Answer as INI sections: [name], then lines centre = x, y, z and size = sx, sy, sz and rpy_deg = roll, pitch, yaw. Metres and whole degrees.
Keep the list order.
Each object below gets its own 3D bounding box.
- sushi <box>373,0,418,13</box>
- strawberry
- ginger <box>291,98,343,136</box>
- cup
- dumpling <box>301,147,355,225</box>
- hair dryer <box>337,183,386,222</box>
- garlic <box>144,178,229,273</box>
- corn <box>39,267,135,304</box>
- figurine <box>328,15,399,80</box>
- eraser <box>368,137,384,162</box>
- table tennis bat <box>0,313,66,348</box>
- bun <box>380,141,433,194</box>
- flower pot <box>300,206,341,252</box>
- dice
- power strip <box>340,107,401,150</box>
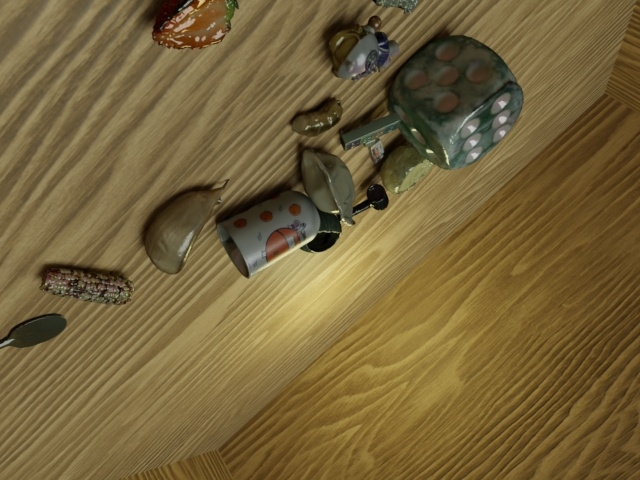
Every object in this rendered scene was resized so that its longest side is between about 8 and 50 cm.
[sushi]
centre = 0.180, -0.671, 1.095
size = 0.225, 0.126, 0.136
rpy_deg = -14, 143, -44
[strawberry]
centre = -0.253, -0.467, 0.882
size = 0.192, 0.085, 0.140
rpy_deg = -42, 162, 15
[ginger]
centre = -0.006, -0.378, 1.364
size = 0.190, 0.069, 0.095
rpy_deg = -33, 131, -13
[cup]
centre = -0.171, -0.037, 1.518
size = 0.318, 0.212, 0.212
rpy_deg = -31, 152, -22
[dumpling]
centre = 0.044, -0.176, 1.524
size = 0.182, 0.260, 0.341
rpy_deg = -22, 157, -18
[hair dryer]
centre = 0.187, -0.149, 1.935
size = 0.251, 0.089, 0.197
rpy_deg = -30, 170, 7
[garlic]
centre = -0.411, -0.050, 1.305
size = 0.338, 0.151, 0.196
rpy_deg = -57, 178, 15
[corn]
centre = -0.671, 0.134, 1.260
size = 0.092, 0.092, 0.281
rpy_deg = -47, 149, 12
[figurine]
centre = 0.127, -0.529, 1.254
size = 0.194, 0.133, 0.274
rpy_deg = -38, 170, 21
[eraser]
centre = 0.223, -0.361, 1.734
size = 0.052, 0.029, 0.122
rpy_deg = -40, 154, -3
[table tennis bat]
centre = -0.883, 0.285, 1.287
size = 0.235, 0.022, 0.131
rpy_deg = -22, 149, -37
[bun]
centre = 0.358, -0.318, 1.842
size = 0.259, 0.152, 0.259
rpy_deg = -40, 166, -12
[flower pot]
centre = -0.021, -0.044, 1.758
size = 0.189, 0.157, 0.243
rpy_deg = -51, 153, 23
[dice]
centre = 0.468, -0.473, 1.532
size = 0.330, 0.348, 0.328
rpy_deg = -43, 152, 2
[power strip]
centre = 0.175, -0.388, 1.570
size = 0.216, 0.061, 0.145
rpy_deg = -23, 172, -2
